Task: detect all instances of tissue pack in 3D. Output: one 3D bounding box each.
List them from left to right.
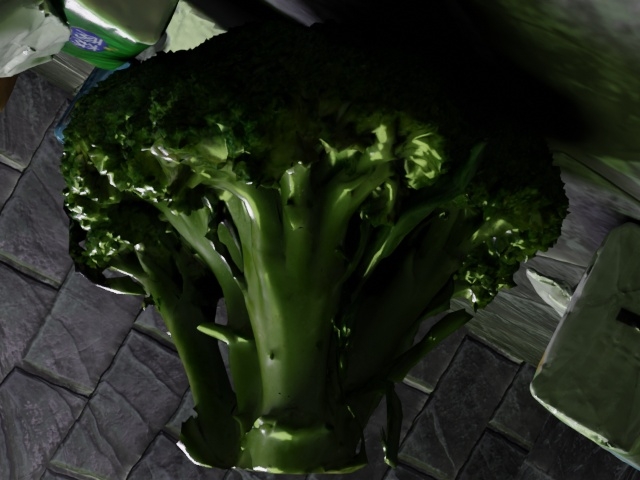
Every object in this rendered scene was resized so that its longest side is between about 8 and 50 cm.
[{"bbox_3d":[-0.165,-0.162,0.544,0.148,0.156,0.209,28,176,-19],"label":"tissue pack"},{"bbox_3d":[0.243,0.087,0.771,0.145,0.159,0.229,28,177,28],"label":"tissue pack"}]

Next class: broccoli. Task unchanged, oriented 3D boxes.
[{"bbox_3d":[0.000,0.000,0.571,0.321,0.283,0.304,8,165,-18],"label":"broccoli"}]

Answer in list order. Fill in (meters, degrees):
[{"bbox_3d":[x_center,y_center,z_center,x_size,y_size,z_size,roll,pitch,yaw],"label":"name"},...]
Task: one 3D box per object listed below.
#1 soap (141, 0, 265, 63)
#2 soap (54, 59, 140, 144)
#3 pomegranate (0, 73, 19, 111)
[{"bbox_3d":[-0.060,-0.148,0.842,0.159,0.258,0.302,29,-139,-4],"label":"soap"},{"bbox_3d":[-0.329,-0.198,1.383,0.077,0.156,0.293,32,177,-20],"label":"soap"},{"bbox_3d":[-0.465,-0.243,1.102,0.229,0.252,0.270,9,173,3],"label":"pomegranate"}]
